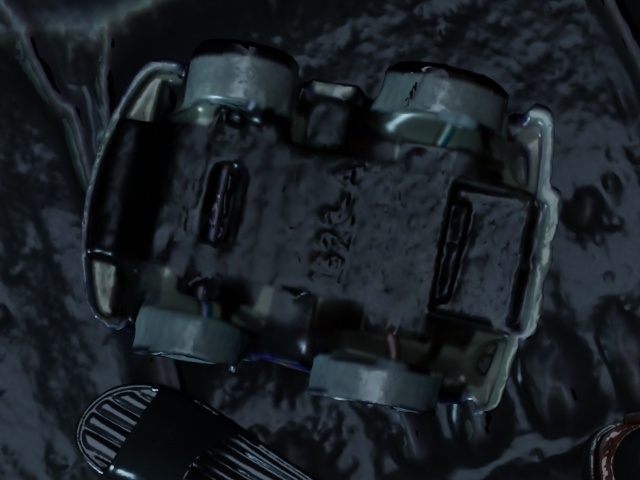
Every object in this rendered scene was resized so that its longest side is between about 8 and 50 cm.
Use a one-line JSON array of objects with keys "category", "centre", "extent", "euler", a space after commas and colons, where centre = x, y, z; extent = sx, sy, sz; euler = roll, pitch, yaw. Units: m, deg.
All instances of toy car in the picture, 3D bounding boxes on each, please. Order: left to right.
[{"category": "toy car", "centre": [0.000, 0.000, 0.938], "extent": [0.235, 0.158, 0.172], "euler": [11, 80, 4]}]

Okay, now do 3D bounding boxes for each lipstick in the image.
[{"category": "lipstick", "centre": [0.174, 0.110, 0.902], "extent": [0.063, 0.186, 0.057], "euler": [-3, 80, 0]}]

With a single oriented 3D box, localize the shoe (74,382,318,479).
[{"category": "shoe", "centre": [-0.059, 0.126, 0.973], "extent": [0.159, 0.053, 0.062], "euler": [28, 85, 3]}]
